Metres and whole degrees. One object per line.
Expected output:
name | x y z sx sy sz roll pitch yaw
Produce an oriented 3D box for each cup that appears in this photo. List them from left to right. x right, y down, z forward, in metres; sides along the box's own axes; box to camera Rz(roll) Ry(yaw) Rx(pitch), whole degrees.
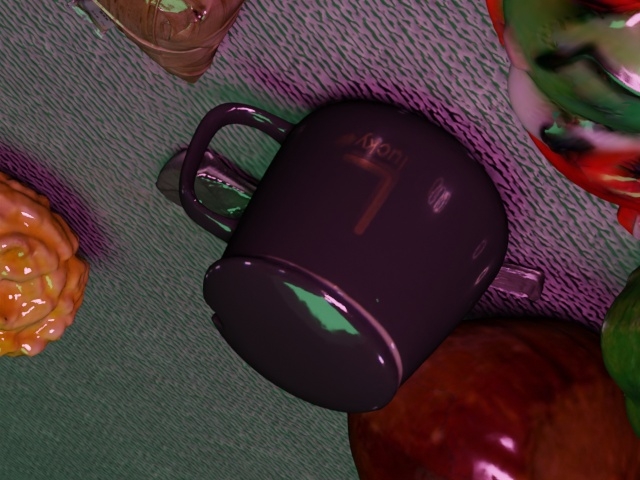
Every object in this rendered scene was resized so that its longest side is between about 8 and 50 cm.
cup | 0.000 0.000 1.316 0.223 0.176 0.169 30 152 8

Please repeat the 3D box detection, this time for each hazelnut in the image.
hazelnut | 0.132 0.138 1.400 0.218 0.218 0.234 10 163 36

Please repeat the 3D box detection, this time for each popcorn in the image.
popcorn | -0.281 0.017 1.684 0.180 0.180 0.170 37 124 -10

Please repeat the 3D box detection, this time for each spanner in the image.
spanner | 0.017 -0.008 1.457 0.325 0.026 0.093 15 147 27

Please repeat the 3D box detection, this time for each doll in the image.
doll | 0.176 -0.104 0.988 0.183 0.160 0.363 17 152 27

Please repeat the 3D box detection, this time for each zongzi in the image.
zongzi | -0.138 -0.182 1.279 0.189 0.081 0.178 38 162 -1

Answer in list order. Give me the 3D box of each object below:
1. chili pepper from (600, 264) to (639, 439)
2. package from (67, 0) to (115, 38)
chili pepper | 0.333 0.073 1.112 0.385 0.167 0.213 -2 140 45
package | -0.133 -0.163 1.359 0.110 0.015 0.037 -11 126 51
